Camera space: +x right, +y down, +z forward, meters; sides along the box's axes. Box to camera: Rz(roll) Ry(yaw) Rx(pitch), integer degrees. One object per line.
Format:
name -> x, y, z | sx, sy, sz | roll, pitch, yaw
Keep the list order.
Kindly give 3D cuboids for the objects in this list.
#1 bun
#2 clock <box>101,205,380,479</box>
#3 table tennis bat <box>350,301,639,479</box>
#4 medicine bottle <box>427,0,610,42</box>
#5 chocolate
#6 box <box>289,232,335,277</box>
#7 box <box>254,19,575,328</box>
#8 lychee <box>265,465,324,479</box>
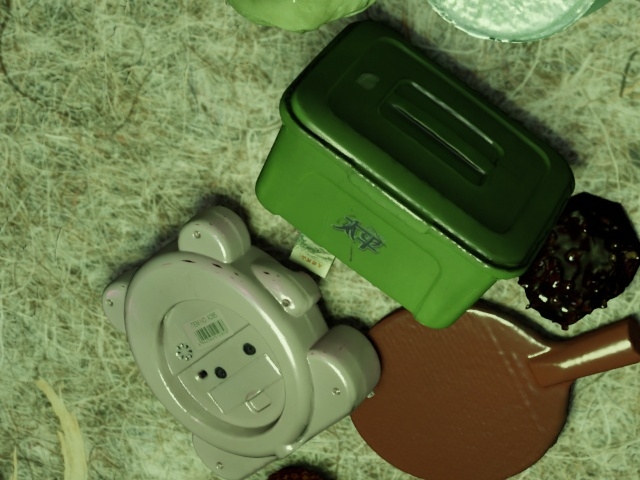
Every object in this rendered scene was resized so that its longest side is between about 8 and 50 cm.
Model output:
bun -> -0.005, -0.312, 1.795 | 0.212, 0.204, 0.126 | 22, 156, 47
clock -> -0.114, 0.134, 2.067 | 0.295, 0.113, 0.322 | -36, 94, 36
table tennis bat -> 0.216, 0.182, 2.022 | 0.414, 0.051, 0.268 | -21, 106, 29
medicine bottle -> 0.217, -0.333, 1.616 | 0.245, 0.290, 0.245 | 8, 118, 16
chocolate -> 0.294, 0.044, 1.874 | 0.156, 0.133, 0.156 | 8, 120, 15
box -> 0.000, 0.000, 2.020 | 0.054, 0.024, 0.083 | 27, 122, 4
box -> 0.099, -0.072, 1.828 | 0.328, 0.253, 0.178 | 38, 134, 1
lychee -> -0.036, 0.369, 2.166 | 0.129, 0.123, 0.123 | -28, 107, -8
